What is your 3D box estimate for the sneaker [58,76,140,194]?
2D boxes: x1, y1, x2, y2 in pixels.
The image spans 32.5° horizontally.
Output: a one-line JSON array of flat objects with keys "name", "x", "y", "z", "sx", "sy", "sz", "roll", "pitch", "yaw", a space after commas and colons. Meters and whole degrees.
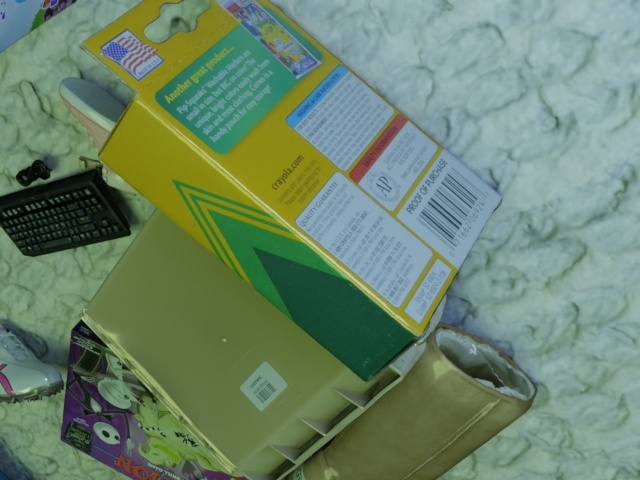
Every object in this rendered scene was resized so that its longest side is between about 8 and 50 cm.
[{"name": "sneaker", "x": -0.205, "y": -0.094, "z": 1.054, "sx": 0.134, "sy": 0.051, "sz": 0.070, "roll": 36, "pitch": 117, "yaw": -4}]

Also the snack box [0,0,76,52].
[{"name": "snack box", "x": -0.275, "y": -0.240, "z": 0.889, "sx": 0.070, "sy": 0.207, "sz": 0.174, "roll": 25, "pitch": 132, "yaw": 12}]

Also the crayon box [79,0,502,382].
[{"name": "crayon box", "x": -0.026, "y": -0.066, "z": 0.881, "sx": 0.323, "sy": 0.203, "sz": 0.083, "roll": 41, "pitch": 133, "yaw": -2}]

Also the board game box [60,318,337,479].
[{"name": "board game box", "x": -0.138, "y": 0.234, "z": 1.269, "sx": 0.347, "sy": 0.056, "sz": 0.208, "roll": 25, "pitch": 135, "yaw": 11}]

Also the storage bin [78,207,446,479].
[{"name": "storage bin", "x": -0.057, "y": 0.064, "z": 1.024, "sx": 0.260, "sy": 0.123, "sz": 0.262, "roll": 45, "pitch": 132, "yaw": 3}]

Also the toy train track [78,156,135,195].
[{"name": "toy train track", "x": -0.210, "y": -0.067, "z": 1.109, "sx": 0.083, "sy": 0.014, "sz": 0.048, "roll": 17, "pitch": 129, "yaw": 18}]

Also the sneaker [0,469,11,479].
[{"name": "sneaker", "x": -0.372, "y": 0.400, "z": 1.486, "sx": 0.147, "sy": 0.129, "sz": 0.330, "roll": -31, "pitch": 108, "yaw": 26}]

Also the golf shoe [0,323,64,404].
[{"name": "golf shoe", "x": -0.379, "y": 0.146, "z": 1.310, "sx": 0.186, "sy": 0.067, "sz": 0.086, "roll": 5, "pitch": 101, "yaw": 36}]

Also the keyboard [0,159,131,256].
[{"name": "keyboard", "x": -0.286, "y": -0.034, "z": 1.161, "sx": 0.180, "sy": 0.023, "sz": 0.108, "roll": -11, "pitch": 116, "yaw": 38}]

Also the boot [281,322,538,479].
[{"name": "boot", "x": 0.114, "y": 0.221, "z": 1.083, "sx": 0.236, "sy": 0.089, "sz": 0.269, "roll": 26, "pitch": 123, "yaw": -29}]
